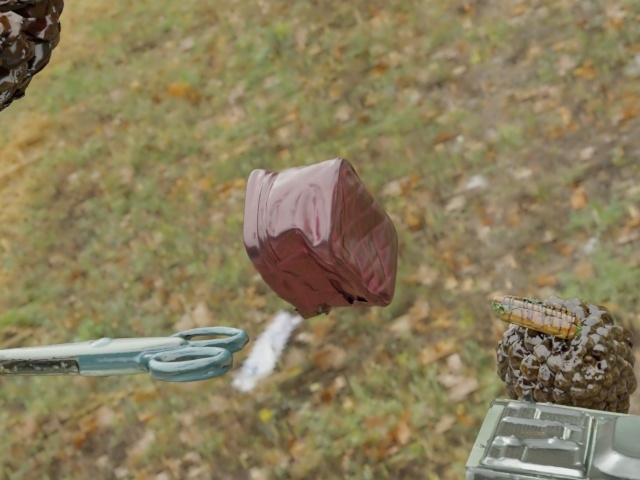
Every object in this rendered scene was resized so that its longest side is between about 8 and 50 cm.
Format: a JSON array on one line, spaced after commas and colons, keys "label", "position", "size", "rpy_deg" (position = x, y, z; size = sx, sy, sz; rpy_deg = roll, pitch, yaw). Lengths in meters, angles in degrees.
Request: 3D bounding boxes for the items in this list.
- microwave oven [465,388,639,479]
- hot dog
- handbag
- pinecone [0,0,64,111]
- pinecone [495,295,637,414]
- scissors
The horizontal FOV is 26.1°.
[{"label": "microwave oven", "position": [0.313, 0.327, 1.150], "size": [0.394, 0.333, 0.247], "rpy_deg": [5, 12, 13]}, {"label": "hot dog", "position": [0.283, 0.095, 1.805], "size": [0.122, 0.037, 0.049], "rpy_deg": [16, 38, 9]}, {"label": "handbag", "position": [0.000, 0.000, 1.670], "size": [0.135, 0.225, 0.146], "rpy_deg": [-7, 63, 21]}, {"label": "pinecone", "position": [-0.323, -0.200, 1.149], "size": [0.221, 0.221, 0.221], "rpy_deg": [-21, 22, 9]}, {"label": "pinecone", "position": [0.332, 0.173, 1.904], "size": [0.179, 0.184, 0.204], "rpy_deg": [10, -19, -17]}, {"label": "scissors", "position": [-0.226, 0.127, 1.506], "size": [0.289, 0.041, 0.138], "rpy_deg": [-5, 16, 12]}]
